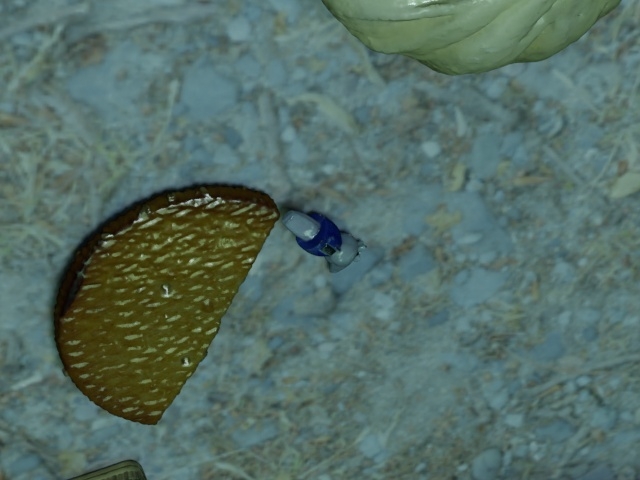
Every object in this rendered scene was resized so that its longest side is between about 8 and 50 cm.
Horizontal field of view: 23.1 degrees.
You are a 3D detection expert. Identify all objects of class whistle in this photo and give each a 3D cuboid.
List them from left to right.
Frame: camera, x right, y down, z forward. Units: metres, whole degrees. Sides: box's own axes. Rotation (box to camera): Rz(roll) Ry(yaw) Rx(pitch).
[{"bbox_3d":[0.000,0.000,1.103,0.033,0.029,0.083,-43,137,12],"label":"whistle"}]

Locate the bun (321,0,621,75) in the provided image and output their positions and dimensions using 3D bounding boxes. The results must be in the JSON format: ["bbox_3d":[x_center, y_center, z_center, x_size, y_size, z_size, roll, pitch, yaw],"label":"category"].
[{"bbox_3d":[0.109,-0.204,0.910,0.259,0.160,0.259,-11,129,-13],"label":"bun"}]

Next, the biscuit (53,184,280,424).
[{"bbox_3d":[-0.120,0.038,1.096,0.126,0.025,0.206,18,116,-28],"label":"biscuit"}]

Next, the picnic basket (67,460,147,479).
[{"bbox_3d":[-0.166,0.259,1.208,0.115,0.079,0.164,-17,128,-3],"label":"picnic basket"}]
